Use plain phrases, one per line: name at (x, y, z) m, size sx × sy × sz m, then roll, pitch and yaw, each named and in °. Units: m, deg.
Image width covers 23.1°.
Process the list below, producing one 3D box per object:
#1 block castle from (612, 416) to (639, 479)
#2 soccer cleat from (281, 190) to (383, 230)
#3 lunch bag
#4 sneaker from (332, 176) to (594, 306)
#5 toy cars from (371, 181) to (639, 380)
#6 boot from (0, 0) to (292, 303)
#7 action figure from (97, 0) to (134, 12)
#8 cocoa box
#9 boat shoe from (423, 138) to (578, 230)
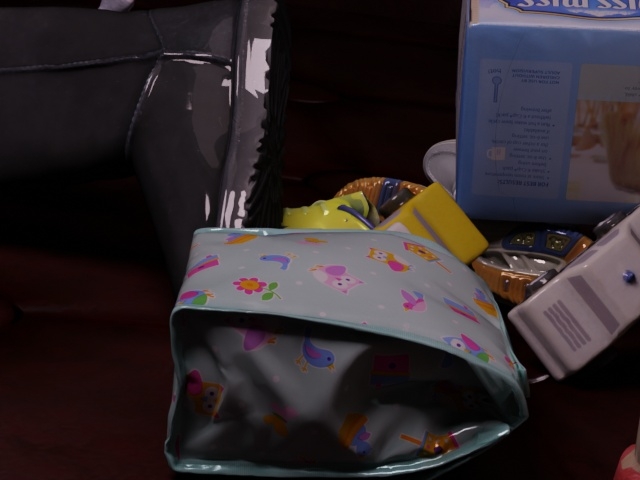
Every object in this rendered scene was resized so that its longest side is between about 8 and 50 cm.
block castle at (0.431, 0.121, 1.130) m, size 0.303 × 0.212 × 0.453 m, roll 18°, pitch 29°, yaw 29°
soccer cleat at (0.001, 0.000, 1.506) m, size 0.289 × 0.121 × 0.093 m, roll 15°, pitch 19°, yaw 15°
lunch bag at (0.021, 0.085, 1.203) m, size 0.262 × 0.160 × 0.223 m, roll 3°, pitch 17°, yaw -2°
sneaker at (0.153, 0.015, 1.617) m, size 0.296 × 0.111 × 0.131 m, roll 18°, pitch 3°, yaw 17°
toy cars at (0.170, 0.031, 1.400) m, size 0.394 × 0.176 × 0.087 m, roll 5°, pitch -15°, yaw -15°
boot at (-0.262, -0.065, 1.462) m, size 0.445 × 0.146 × 0.367 m, roll 0°, pitch 57°, yaw 8°
action figure at (-0.346, -0.165, 1.673) m, size 0.370 × 0.248 × 0.275 m, roll 31°, pitch 47°, yaw 12°
cocoa box at (0.308, -0.163, 1.535) m, size 0.347 × 0.231 × 0.228 m, roll 3°, pitch 37°, yaw 4°
boat shoe at (0.204, -0.064, 1.879) m, size 0.227 × 0.079 × 0.081 m, roll 27°, pitch 20°, yaw 35°
